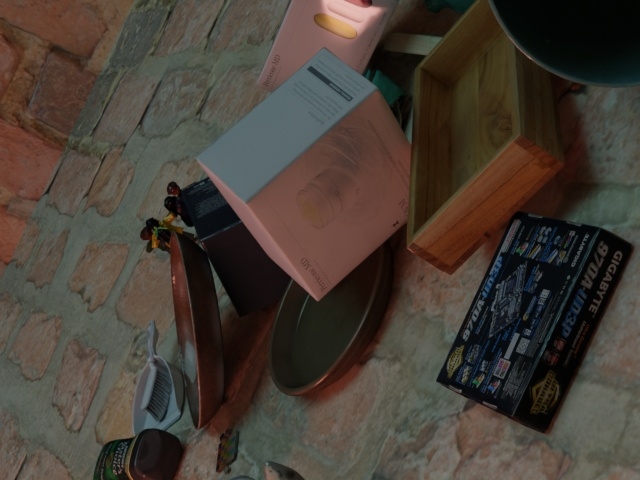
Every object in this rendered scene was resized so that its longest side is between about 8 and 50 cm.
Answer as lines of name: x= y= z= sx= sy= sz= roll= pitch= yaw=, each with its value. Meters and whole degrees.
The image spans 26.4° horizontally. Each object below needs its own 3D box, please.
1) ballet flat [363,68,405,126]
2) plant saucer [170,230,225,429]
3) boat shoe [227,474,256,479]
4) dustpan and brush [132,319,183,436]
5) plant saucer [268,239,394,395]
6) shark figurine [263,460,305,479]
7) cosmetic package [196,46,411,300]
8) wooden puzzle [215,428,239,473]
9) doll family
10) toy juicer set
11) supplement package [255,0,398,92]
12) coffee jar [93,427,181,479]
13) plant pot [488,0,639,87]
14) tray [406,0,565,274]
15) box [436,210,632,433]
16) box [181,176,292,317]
ballet flat: x=0.067 y=-0.147 z=1.977 sx=0.247 sy=0.087 sz=0.083 roll=-66 pitch=5 yaw=-35
plant saucer: x=-0.190 y=0.137 z=2.116 sx=0.310 sy=0.050 sz=0.311 roll=174 pitch=90 yaw=-79
boat shoe: x=-0.156 y=0.382 z=1.911 sx=0.227 sy=0.079 sz=0.081 roll=-50 pitch=31 yaw=35
dustpan and brush: x=-0.284 y=0.232 z=2.349 sx=0.147 sy=0.060 sz=0.211 roll=-40 pitch=32 yaw=41
plant saucer: x=0.018 y=0.092 z=1.904 sx=0.278 sy=0.041 sz=0.278 roll=-46 pitch=29 yaw=35
shark figurine: x=-0.022 y=0.384 z=1.656 sx=0.116 sy=0.166 sz=0.278 roll=-53 pitch=-13 yaw=-56
cosmetic package: x=-0.001 y=-0.083 z=1.779 sx=0.224 sy=0.224 sz=0.138 roll=-41 pitch=46 yaw=-5
wooden puzzle: x=-0.139 y=0.314 z=2.035 sx=0.049 sy=0.006 sz=0.083 roll=-43 pitch=31 yaw=39
doll family: x=-0.265 y=-0.042 z=2.529 sx=0.193 sy=0.111 sz=0.076 roll=-56 pitch=25 yaw=15
toy juicer set: x=0.227 y=-0.373 z=1.929 sx=0.209 sy=0.089 sz=0.329 roll=46 pitch=122 yaw=44
supplement package: x=0.031 y=-0.353 z=2.079 sx=0.262 sy=0.145 sz=0.204 roll=117 pitch=176 yaw=-47
coffee jar: x=-0.297 y=0.363 z=2.219 sx=0.184 sy=0.079 sz=0.096 roll=-26 pitch=43 yaw=53
plant pot: x=0.309 y=-0.337 z=1.473 sx=0.293 sy=0.293 sz=0.235 roll=-55 pitch=11 yaw=19
tray: x=0.201 y=-0.159 z=1.690 sx=0.203 sy=0.076 sz=0.411 roll=-47 pitch=22 yaw=32
box: x=0.226 y=0.082 z=1.475 sx=0.220 sy=0.051 sz=0.175 roll=-65 pitch=23 yaw=-4
box: x=-0.126 y=-0.004 z=2.120 sx=0.108 sy=0.153 sz=0.207 roll=-26 pitch=26 yaw=-2
